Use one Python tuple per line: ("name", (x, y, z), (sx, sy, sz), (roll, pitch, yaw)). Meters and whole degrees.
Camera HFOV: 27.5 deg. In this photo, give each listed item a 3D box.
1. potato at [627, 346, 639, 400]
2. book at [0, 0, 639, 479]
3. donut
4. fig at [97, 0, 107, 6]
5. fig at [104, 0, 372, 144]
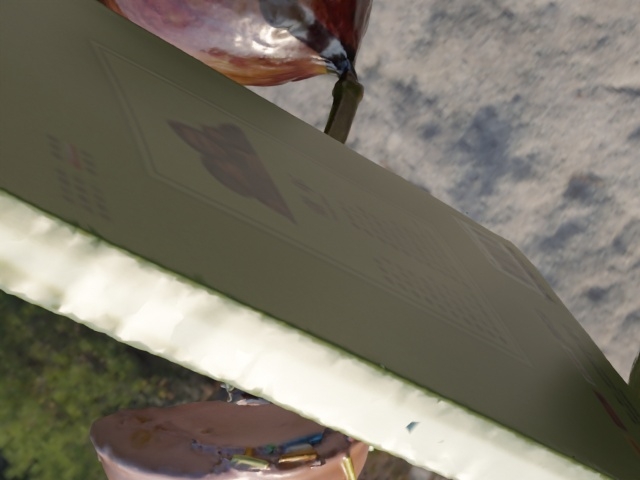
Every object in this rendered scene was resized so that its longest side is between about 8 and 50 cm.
("potato", (0.306, 0.097, 0.850), (0.202, 0.218, 0.351), (5, 139, 7))
("book", (0.000, 0.000, 0.529), (0.352, 0.239, 0.035), (27, 111, -32))
("donut", (-0.052, 0.160, 1.041), (0.199, 0.233, 0.085), (10, 111, 36))
("fig", (-0.178, -0.120, 1.156), (0.160, 0.143, 0.230), (11, 127, 47))
("fig", (-0.028, -0.174, 0.905), (0.249, 0.204, 0.186), (40, 92, 8))
